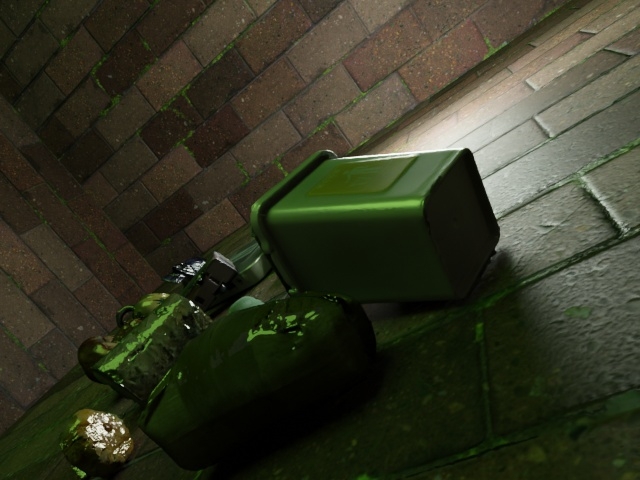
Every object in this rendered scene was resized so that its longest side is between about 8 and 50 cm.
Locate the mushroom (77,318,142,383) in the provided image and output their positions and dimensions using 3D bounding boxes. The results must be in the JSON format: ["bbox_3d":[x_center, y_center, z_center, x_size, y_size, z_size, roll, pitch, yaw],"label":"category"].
[{"bbox_3d":[-0.642,0.372,1.575,0.283,0.195,0.263,-27,-21,26],"label":"mushroom"}]

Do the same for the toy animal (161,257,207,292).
[{"bbox_3d":[-0.507,0.153,1.957,0.122,0.298,0.186,19,84,34],"label":"toy animal"}]

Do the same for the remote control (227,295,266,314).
[{"bbox_3d":[-0.207,0.196,1.362,0.097,0.045,0.256,-42,16,-21],"label":"remote control"}]

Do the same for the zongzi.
[{"bbox_3d":[-0.065,0.163,0.818,0.356,0.174,0.393,-29,8,17],"label":"zongzi"}]

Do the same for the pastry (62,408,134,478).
[{"bbox_3d":[-0.474,0.429,1.028,0.081,0.153,0.153,-38,12,12],"label":"pastry"}]

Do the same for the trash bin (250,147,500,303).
[{"bbox_3d":[0.097,-0.003,0.835,0.367,0.296,0.256,-3,32,45],"label":"trash bin"}]

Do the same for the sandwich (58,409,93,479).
[{"bbox_3d":[-0.581,0.497,1.205,0.094,0.096,0.258,-37,13,-25],"label":"sandwich"}]

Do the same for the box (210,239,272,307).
[{"bbox_3d":[-0.286,0.091,1.869,0.367,0.090,0.373,-30,14,35],"label":"box"}]

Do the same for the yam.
[{"bbox_3d":[-0.437,0.297,1.308,0.195,0.195,0.300,-22,21,51],"label":"yam"}]

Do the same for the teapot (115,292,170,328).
[{"bbox_3d":[-0.628,0.302,1.814,0.269,0.183,0.173,-6,-18,-8],"label":"teapot"}]

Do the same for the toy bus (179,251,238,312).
[{"bbox_3d":[-0.425,0.187,1.669,0.317,0.112,0.138,-49,25,3],"label":"toy bus"}]
